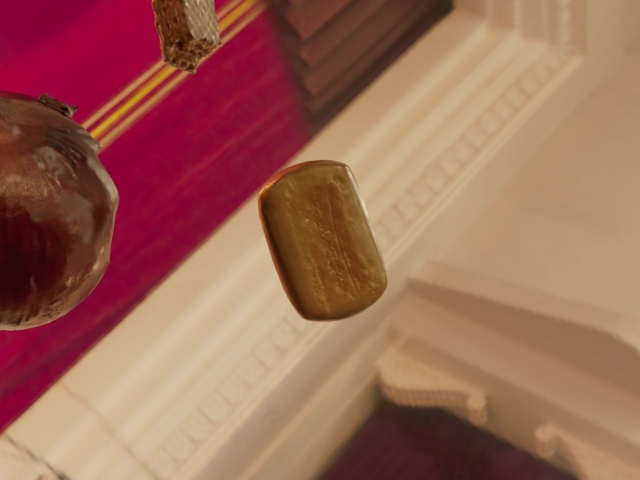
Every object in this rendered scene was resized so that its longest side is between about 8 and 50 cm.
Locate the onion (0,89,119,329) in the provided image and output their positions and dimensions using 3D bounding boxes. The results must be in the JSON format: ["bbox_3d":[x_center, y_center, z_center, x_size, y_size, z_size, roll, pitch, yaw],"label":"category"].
[{"bbox_3d":[-0.449,-0.034,1.820,0.341,0.341,0.341,31,-33,23],"label":"onion"}]

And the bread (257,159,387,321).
[{"bbox_3d":[0.000,0.000,1.860,0.098,0.147,0.217,-158,-128,-78],"label":"bread"}]

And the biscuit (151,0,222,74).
[{"bbox_3d":[-0.200,-0.413,1.823,0.054,0.094,0.379,-15,-100,24],"label":"biscuit"}]
